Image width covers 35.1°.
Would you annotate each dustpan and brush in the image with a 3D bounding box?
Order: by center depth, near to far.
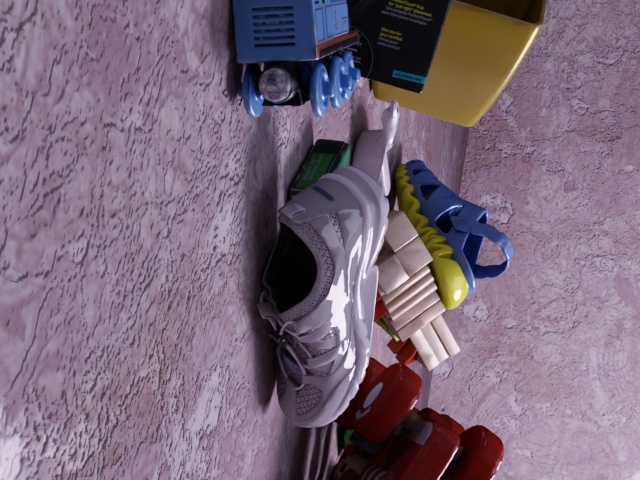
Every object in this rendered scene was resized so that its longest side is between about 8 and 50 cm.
[{"bbox_3d":[0.074,-0.109,1.297,0.211,0.060,0.147,81,20,-54],"label":"dustpan and brush"}]

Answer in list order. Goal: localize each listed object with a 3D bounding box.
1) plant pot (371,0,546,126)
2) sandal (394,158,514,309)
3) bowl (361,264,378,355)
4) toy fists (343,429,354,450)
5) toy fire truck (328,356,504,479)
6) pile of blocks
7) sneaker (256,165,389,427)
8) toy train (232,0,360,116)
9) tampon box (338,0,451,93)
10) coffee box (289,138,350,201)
[{"bbox_3d":[0.171,-0.278,1.345,0.212,0.212,0.187,-68,174,-51],"label":"plant pot"},{"bbox_3d":[0.208,-0.021,1.621,0.317,0.138,0.126,-111,-174,-45],"label":"sandal"},{"bbox_3d":[0.032,0.102,1.259,0.142,0.053,0.142,-36,132,-73],"label":"bowl"},{"bbox_3d":[0.071,0.334,1.493,0.142,0.096,0.279,108,-4,-66],"label":"toy fists"},{"bbox_3d":[0.070,0.299,1.276,0.254,0.169,0.302,-53,-172,-11],"label":"toy fire truck"},{"bbox_3d":[0.102,0.080,1.519,0.113,0.149,0.362,-35,142,-9],"label":"pile of blocks"},{"bbox_3d":[-0.021,0.064,0.963,0.115,0.105,0.281,-19,126,-39],"label":"sneaker"},{"bbox_3d":[-0.014,-0.159,0.817,0.184,0.080,0.105,-49,139,-69],"label":"toy train"},{"bbox_3d":[0.063,-0.236,0.937,0.101,0.120,0.161,-71,177,-71],"label":"tampon box"},{"bbox_3d":[0.000,0.000,1.069,0.113,0.040,0.184,-65,159,-53],"label":"coffee box"}]
